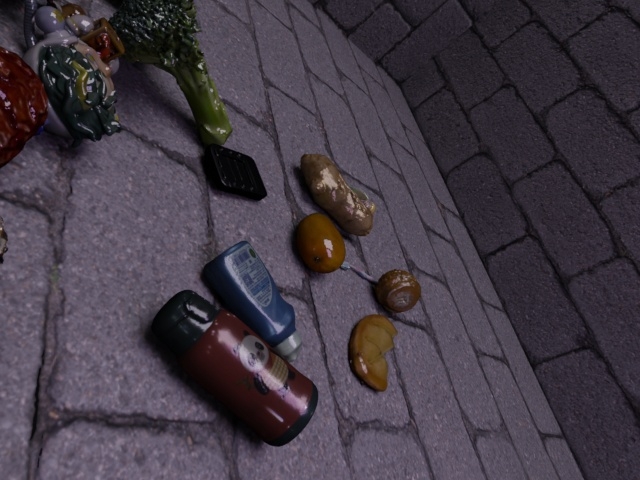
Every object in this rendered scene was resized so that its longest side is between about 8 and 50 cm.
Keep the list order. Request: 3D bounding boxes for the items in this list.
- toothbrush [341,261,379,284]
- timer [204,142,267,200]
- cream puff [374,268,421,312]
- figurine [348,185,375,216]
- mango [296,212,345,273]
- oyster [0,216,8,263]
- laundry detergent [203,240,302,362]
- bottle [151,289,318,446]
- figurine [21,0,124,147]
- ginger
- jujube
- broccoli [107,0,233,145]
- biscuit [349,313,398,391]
[{"bbox_3d":[0.153,0.118,1.587,0.269,0.021,0.027,26,52,-40],"label":"toothbrush"},{"bbox_3d":[-0.237,-0.185,1.301,0.187,0.055,0.144,10,53,-57],"label":"timer"},{"bbox_3d":[0.256,0.165,1.574,0.115,0.150,0.165,-115,-169,-52],"label":"cream puff"},{"bbox_3d":[0.140,-0.150,1.817,0.187,0.083,0.083,32,34,-14],"label":"figurine"},{"bbox_3d":[-0.003,-0.001,1.385,0.152,0.120,0.221,30,30,-42],"label":"mango"},{"bbox_3d":[-0.518,0.000,0.688,0.103,0.051,0.148,3,42,-52],"label":"oyster"},{"bbox_3d":[-0.139,0.145,1.067,0.289,0.094,0.143,57,23,-2],"label":"laundry detergent"},{"bbox_3d":[-0.166,0.233,0.880,0.336,0.144,0.144,44,31,-14],"label":"bottle"},{"bbox_3d":[-0.498,-0.348,0.959,0.261,0.186,0.381,54,14,-50],"label":"figurine"},{"bbox_3d":[0.053,-0.155,1.619,0.354,0.126,0.190,47,24,-10],"label":"ginger"},{"bbox_3d":[-0.543,-0.201,0.698,0.213,0.213,0.232,40,41,-24],"label":"jujube"},{"bbox_3d":[-0.370,-0.462,1.214,0.397,0.275,0.353,54,20,-65],"label":"broccoli"},{"bbox_3d":[0.156,0.304,1.374,0.154,0.045,0.299,47,29,-10],"label":"biscuit"}]
